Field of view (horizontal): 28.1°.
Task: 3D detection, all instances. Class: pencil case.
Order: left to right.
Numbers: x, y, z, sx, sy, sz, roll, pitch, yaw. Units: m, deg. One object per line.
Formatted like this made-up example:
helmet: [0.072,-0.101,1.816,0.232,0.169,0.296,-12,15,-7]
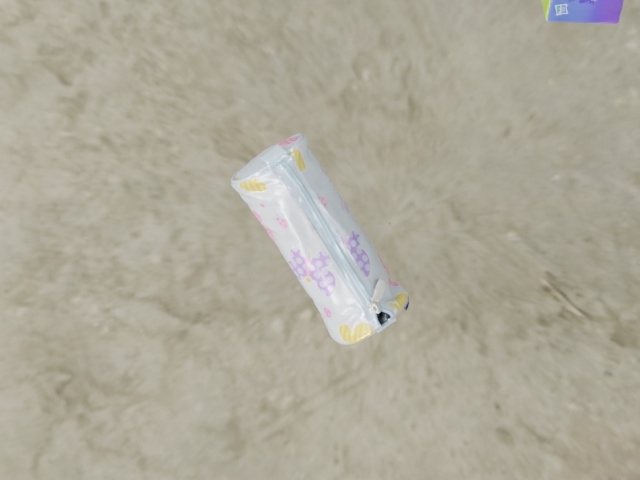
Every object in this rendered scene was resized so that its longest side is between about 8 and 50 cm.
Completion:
pencil case: [0.000,0.000,1.613,0.113,0.124,0.273,-32,102,4]

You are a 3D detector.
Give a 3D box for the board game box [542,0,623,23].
board game box: [0.278,-0.423,1.367,0.078,0.347,0.233,3,131,1]
